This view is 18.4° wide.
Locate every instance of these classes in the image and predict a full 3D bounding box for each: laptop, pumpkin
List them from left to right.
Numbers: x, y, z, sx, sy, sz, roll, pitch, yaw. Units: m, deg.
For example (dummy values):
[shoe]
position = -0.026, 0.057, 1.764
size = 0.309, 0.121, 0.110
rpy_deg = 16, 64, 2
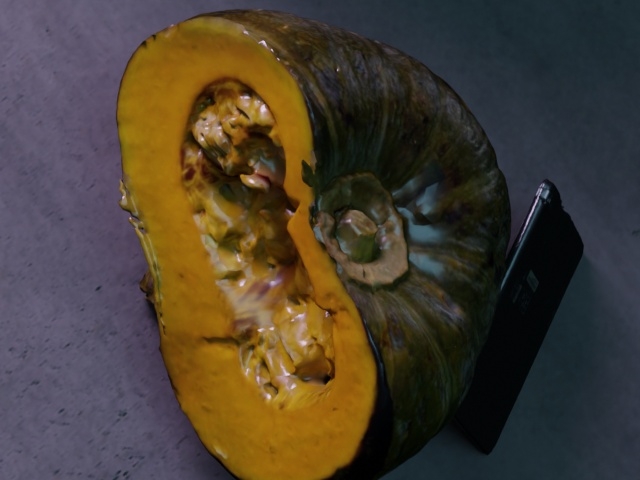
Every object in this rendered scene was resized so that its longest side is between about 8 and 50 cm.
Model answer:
[pumpkin]
position = 0.000, 0.000, 1.336
size = 0.232, 0.242, 0.325
rpy_deg = -17, 98, -52
[laptop]
position = 0.141, 0.058, 1.425
size = 0.016, 0.129, 0.180
rpy_deg = 20, 76, 26
